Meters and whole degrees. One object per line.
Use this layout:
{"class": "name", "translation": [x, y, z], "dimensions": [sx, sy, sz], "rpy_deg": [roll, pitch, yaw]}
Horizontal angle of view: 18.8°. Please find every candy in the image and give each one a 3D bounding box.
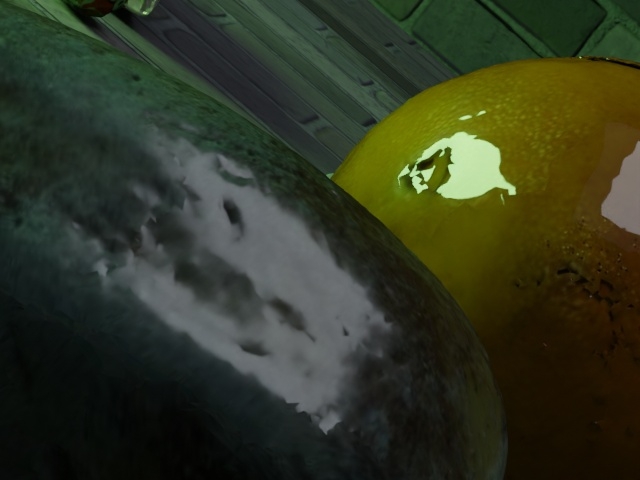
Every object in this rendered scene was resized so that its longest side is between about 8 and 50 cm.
{"class": "candy", "translation": [-0.208, -0.208, 1.295], "dimensions": [0.185, 0.049, 0.055], "rpy_deg": [31, -18, -3]}

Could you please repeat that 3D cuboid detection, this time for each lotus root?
{"class": "lotus root", "translation": [-0.096, 0.008, 0.557], "dimensions": [0.322, 0.158, 0.140], "rpy_deg": [34, -7, 3]}

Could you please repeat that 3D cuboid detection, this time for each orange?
{"class": "orange", "translation": [0.102, 0.037, 0.857], "dimensions": [0.240, 0.240, 0.240], "rpy_deg": [38, 12, -10]}

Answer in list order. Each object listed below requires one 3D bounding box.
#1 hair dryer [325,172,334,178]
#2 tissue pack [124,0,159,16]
{"class": "hair dryer", "translation": [0.000, 0.000, 1.152], "dimensions": [0.082, 0.047, 0.137], "rpy_deg": [46, 19, 23]}
{"class": "tissue pack", "translation": [-0.171, -0.283, 1.448], "dimensions": [0.185, 0.124, 0.225], "rpy_deg": [36, 12, -15]}
